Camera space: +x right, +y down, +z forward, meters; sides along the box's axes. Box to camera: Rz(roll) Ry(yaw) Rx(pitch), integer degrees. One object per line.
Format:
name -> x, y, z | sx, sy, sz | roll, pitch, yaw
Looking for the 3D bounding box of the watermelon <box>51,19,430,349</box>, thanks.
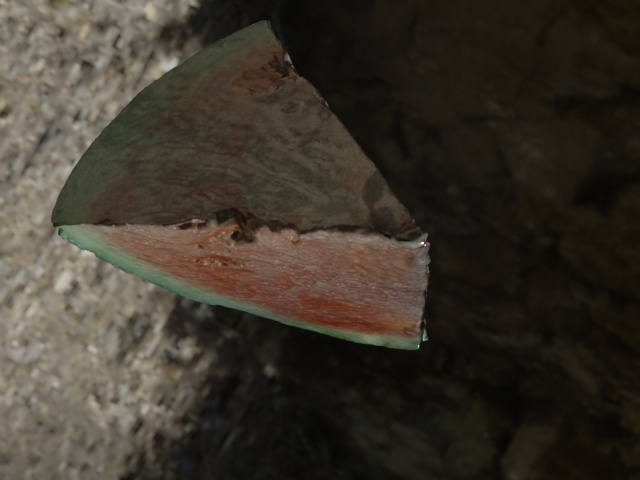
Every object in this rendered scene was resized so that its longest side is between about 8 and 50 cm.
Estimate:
watermelon -> -0.017, 0.008, 0.737 | 0.136, 0.207, 0.202 | -41, -159, 8
